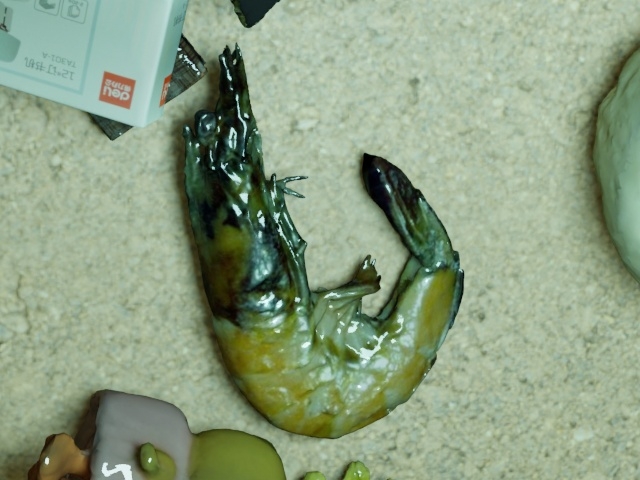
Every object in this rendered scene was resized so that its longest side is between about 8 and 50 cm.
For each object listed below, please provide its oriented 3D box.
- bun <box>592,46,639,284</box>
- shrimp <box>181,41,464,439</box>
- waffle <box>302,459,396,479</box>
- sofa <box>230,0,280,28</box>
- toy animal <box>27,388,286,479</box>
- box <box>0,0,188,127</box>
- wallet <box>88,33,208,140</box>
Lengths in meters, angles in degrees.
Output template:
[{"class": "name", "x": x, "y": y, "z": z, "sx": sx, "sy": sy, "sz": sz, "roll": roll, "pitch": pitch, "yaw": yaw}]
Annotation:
[{"class": "bun", "x": 0.451, "y": -0.095, "z": 1.299, "sx": 0.360, "sy": 0.211, "sz": 0.359, "roll": -1, "pitch": 115, "yaw": -1}, {"class": "shrimp", "x": 0.000, "y": 0.000, "z": 1.307, "sx": 0.272, "sy": 0.085, "sz": 0.445, "roll": -24, "pitch": 114, "yaw": -8}, {"class": "waffle", "x": 0.001, "y": 0.400, "z": 1.449, "sx": 0.312, "sy": 0.060, "sz": 0.307, "roll": -34, "pitch": 111, "yaw": 4}, {"class": "sofa", "x": -0.055, "y": -0.352, "z": 1.157, "sx": 0.258, "sy": 0.182, "sz": 0.200, "roll": -38, "pitch": 129, "yaw": 3}, {"class": "toy animal", "x": -0.149, "y": 0.251, "z": 1.316, "sx": 0.281, "sy": 0.169, "sz": 0.195, "roll": 23, "pitch": 147, "yaw": -9}, {"class": "box", "x": -0.253, "y": -0.205, "z": 1.140, "sx": 0.269, "sy": 0.079, "sz": 0.135, "roll": 17, "pitch": 118, "yaw": -1}, {"class": "wallet", "x": -0.220, "y": -0.214, "z": 1.208, "sx": 0.124, "sy": 0.042, "sz": 0.230, "roll": -33, "pitch": 112, "yaw": 12}]
